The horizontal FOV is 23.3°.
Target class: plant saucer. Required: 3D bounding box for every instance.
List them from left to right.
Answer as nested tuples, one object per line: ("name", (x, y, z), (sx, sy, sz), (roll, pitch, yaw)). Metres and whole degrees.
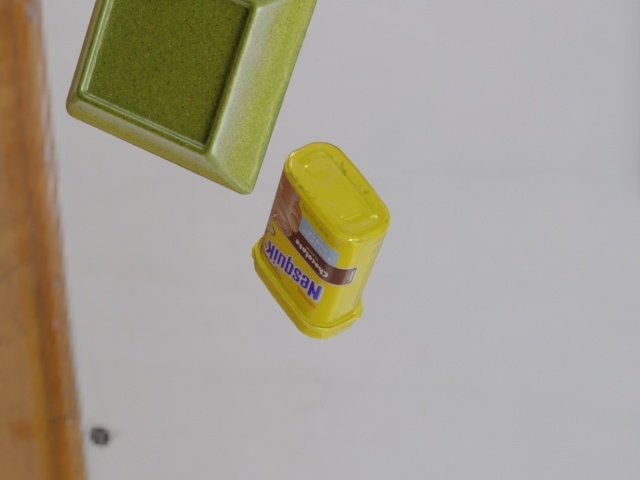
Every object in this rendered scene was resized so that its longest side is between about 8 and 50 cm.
("plant saucer", (-0.116, -0.154, 1.255), (0.045, 0.188, 0.188), (-20, 132, -66))

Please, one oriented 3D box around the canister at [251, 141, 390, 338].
("canister", (0.000, 0.000, 1.496), (0.073, 0.126, 0.170), (-26, 155, -27))
